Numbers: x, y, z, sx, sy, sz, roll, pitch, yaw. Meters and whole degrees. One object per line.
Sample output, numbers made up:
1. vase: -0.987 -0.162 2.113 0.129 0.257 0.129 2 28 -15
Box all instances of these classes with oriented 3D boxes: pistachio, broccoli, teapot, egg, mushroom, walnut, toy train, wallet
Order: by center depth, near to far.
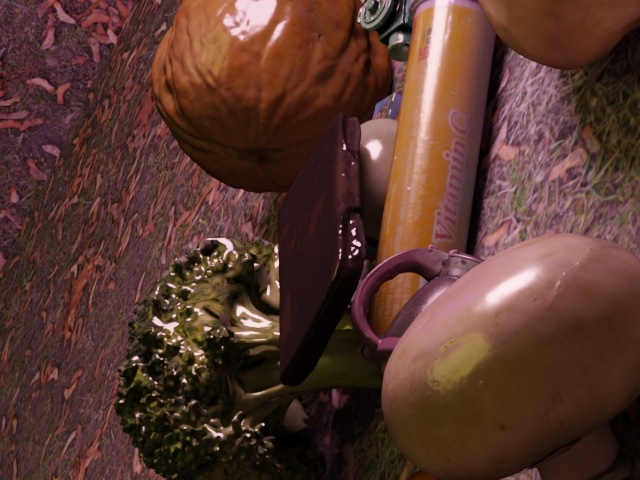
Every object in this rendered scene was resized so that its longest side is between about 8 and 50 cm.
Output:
1. mushroom: 0.171 0.112 1.409 0.246 0.202 0.246 -27 3 2
2. pistachio: 0.219 -0.269 1.657 0.187 0.188 0.299 -63 16 16
3. teapot: 0.114 0.079 1.668 0.148 0.116 0.146 17 68 30
4. wallet: 0.000 0.000 1.813 0.165 0.042 0.309 -58 18 29
5. broccoli: -0.058 0.153 1.936 0.375 0.302 0.249 -50 -27 -55
6. egg: 0.069 -0.070 1.947 0.114 0.114 0.152 -48 28 45
7. toy train: 0.129 -0.332 2.101 0.159 0.101 0.248 -31 41 39
8. walnut: -0.062 -0.219 2.203 0.333 0.333 0.332 -52 25 38

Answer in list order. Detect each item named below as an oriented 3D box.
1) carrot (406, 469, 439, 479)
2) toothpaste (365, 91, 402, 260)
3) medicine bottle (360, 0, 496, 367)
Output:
1. carrot: 0.113 0.226 1.642 0.139 0.048 0.048 -43 32 56
2. toothpaste: 0.077 -0.077 2.036 0.070 0.044 0.193 -29 44 62
3. medicine bottle: 0.115 -0.070 1.839 0.108 0.108 0.426 -36 38 56
